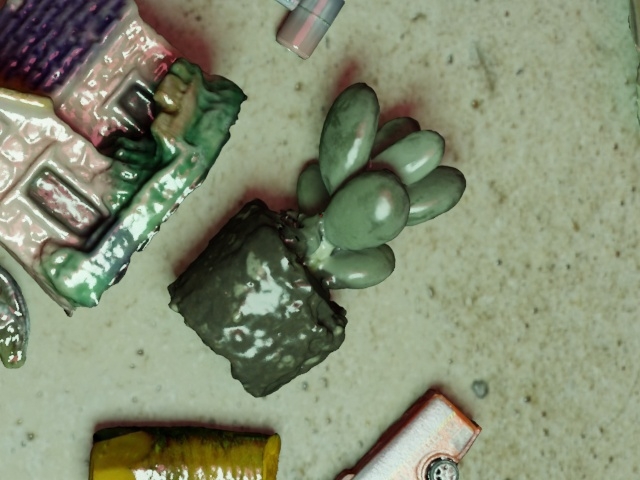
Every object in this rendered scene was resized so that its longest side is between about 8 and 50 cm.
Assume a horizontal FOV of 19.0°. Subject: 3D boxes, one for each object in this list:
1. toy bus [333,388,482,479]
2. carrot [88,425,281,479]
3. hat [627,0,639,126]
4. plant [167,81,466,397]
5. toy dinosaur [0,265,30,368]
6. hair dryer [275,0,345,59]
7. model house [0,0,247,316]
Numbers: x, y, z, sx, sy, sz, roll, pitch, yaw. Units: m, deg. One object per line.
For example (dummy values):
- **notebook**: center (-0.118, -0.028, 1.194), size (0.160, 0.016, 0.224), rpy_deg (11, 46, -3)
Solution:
- **toy bus**: center (0.062, 0.222, 1.735), size (0.077, 0.065, 0.192), rpy_deg (45, 87, -2)
- **carrot**: center (-0.118, 0.203, 1.687), size (0.173, 0.082, 0.082), rpy_deg (2, 97, -8)
- **hat**: center (0.374, -0.193, 1.742), size (0.214, 0.149, 0.245), rpy_deg (-2, 61, -4)
- **plant**: center (0.000, 0.002, 1.655), size (0.274, 0.149, 0.146), rpy_deg (-47, 118, 1)
- **toy dinosaur**: center (-0.385, 0.036, 1.622), size (0.294, 0.077, 0.162), rpy_deg (41, 84, -27)
- **hair dryer**: center (-0.042, -0.215, 1.676), size (0.114, 0.037, 0.063), rpy_deg (34, 91, -5)
- **model house**: center (-0.223, -0.103, 1.566), size (0.237, 0.202, 0.237), rpy_deg (40, 88, -14)
